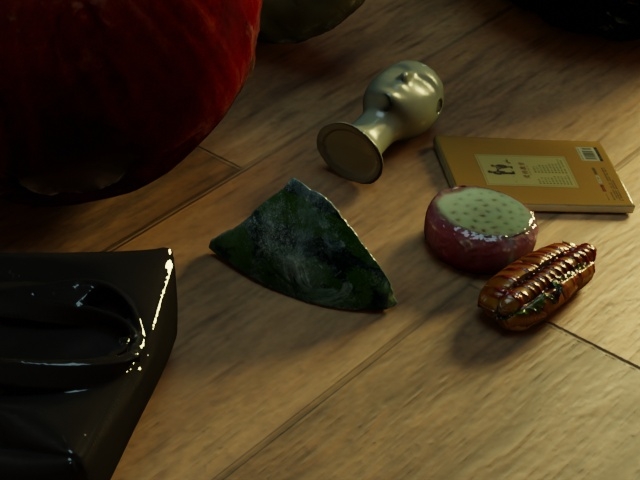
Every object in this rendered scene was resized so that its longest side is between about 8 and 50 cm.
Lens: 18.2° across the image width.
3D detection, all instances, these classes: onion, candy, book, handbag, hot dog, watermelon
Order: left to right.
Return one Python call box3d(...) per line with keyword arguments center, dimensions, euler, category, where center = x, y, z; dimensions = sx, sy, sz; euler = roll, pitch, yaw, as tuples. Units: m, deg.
box3d(center=(-0.250, 0.092, 1.477), dimensions=(0.257, 0.113, 0.285), euler=(7, 33, 9), category="handbag")
box3d(center=(-0.220, -0.178, 1.716), dimensions=(0.341, 0.341, 0.341), euler=(7, 33, -4), category="onion")
box3d(center=(-0.001, 0.005, 1.700), dimensions=(0.155, 0.101, 0.080), euler=(41, 32, 25), category="watermelon")
box3d(center=(0.143, -0.009, 1.782), dimensions=(0.103, 0.043, 0.103), euler=(6, 31, -3), category="candy")
box3d(center=(0.202, -0.063, 1.905), dimensions=(0.172, 0.012, 0.118), euler=(1, 34, -13), category="book")
box3d(center=(0.192, 0.035, 1.728), dimensions=(0.062, 0.038, 0.144), euler=(37, 42, 23), category="hot dog")

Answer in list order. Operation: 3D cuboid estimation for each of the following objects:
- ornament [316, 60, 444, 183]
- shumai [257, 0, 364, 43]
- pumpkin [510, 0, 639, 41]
box3d(center=(0.065, -0.119, 1.897), dimensions=(0.075, 0.081, 0.156), euler=(27, 41, 18), category="ornament")
box3d(center=(-0.135, -0.372, 1.935), dimensions=(0.323, 0.324, 0.397), euler=(-15, 67, -52), category="shumai")
box3d(center=(0.319, -0.376, 2.181), dimensions=(0.363, 0.266, 0.363), euler=(7, 37, -6), category="pumpkin")
